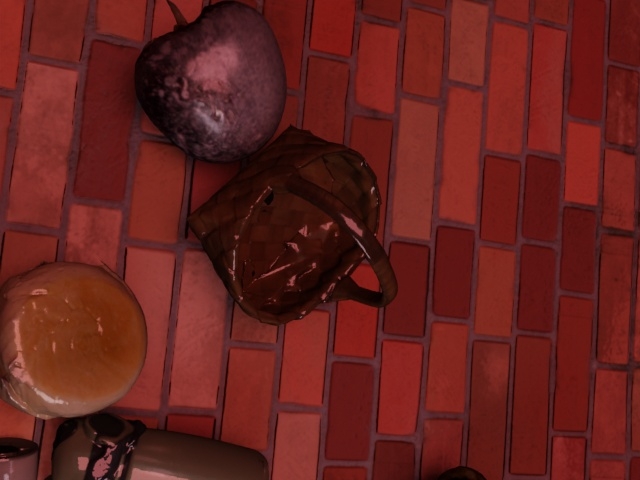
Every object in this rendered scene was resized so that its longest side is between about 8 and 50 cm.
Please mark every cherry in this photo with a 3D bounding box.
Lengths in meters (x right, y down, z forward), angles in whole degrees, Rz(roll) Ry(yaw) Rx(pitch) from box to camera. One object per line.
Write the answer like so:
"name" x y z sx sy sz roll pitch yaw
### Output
"cherry" -0.181 -0.273 1.509 0.255 0.218 0.296 -38 113 -25

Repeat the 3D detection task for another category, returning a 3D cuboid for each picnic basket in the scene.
"picnic basket" 0.000 0.000 1.474 0.337 0.337 0.293 -45 133 -20

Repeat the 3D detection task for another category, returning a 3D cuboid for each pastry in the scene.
"pastry" -0.399 0.152 1.398 0.264 0.133 0.265 6 80 -38

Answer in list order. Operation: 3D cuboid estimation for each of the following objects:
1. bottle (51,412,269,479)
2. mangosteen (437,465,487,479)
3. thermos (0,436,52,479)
"bottle" -0.264 0.381 1.436 0.347 0.168 0.168 19 78 -17
"mangosteen" 0.261 0.550 1.607 0.233 0.287 0.287 -40 101 8
"thermos" -0.477 0.411 1.384 0.137 0.105 0.193 -2 96 -42
